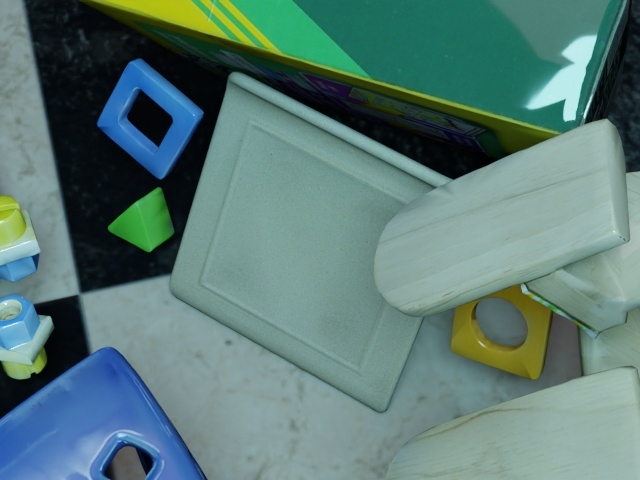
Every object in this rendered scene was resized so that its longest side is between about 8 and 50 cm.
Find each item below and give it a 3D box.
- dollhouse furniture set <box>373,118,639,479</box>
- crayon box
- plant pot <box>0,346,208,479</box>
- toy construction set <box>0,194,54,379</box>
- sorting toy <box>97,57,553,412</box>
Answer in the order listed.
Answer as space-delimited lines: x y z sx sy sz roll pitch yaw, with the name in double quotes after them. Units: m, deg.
0.158 0.210 0.808 0.256 0.362 0.394 -24 52 35 "dollhouse furniture set"
0.037 -0.138 0.980 0.313 0.363 0.106 18 92 10 "crayon box"
-0.122 0.238 0.812 0.236 0.236 0.212 -39 63 -15 "plant pot"
-0.345 0.009 0.997 0.328 0.151 0.215 0 42 -11 "toy construction set"
0.000 0.000 1.006 0.348 0.196 0.047 29 34 16 "sorting toy"
